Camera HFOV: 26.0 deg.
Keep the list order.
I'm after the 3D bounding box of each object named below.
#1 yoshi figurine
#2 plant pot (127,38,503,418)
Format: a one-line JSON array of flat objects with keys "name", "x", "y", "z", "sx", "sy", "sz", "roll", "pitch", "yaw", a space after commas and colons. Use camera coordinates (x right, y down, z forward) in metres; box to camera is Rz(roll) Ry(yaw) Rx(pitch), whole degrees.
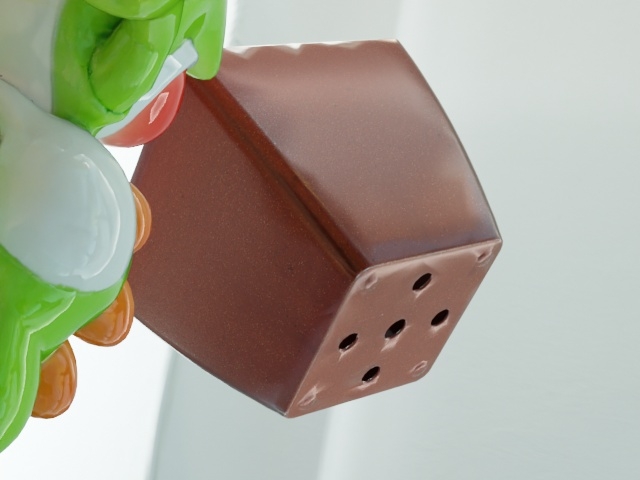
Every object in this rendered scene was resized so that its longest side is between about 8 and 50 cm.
[{"name": "yoshi figurine", "x": -0.144, "y": -0.092, "z": 0.590, "sx": 0.203, "sy": 0.203, "sz": 0.362, "roll": 16, "pitch": -110, "yaw": -6}, {"name": "plant pot", "x": 0.000, "y": 0.000, "z": 1.234, "sx": 0.236, "sy": 0.267, "sz": 0.267, "roll": 48, "pitch": -50, "yaw": 30}]
